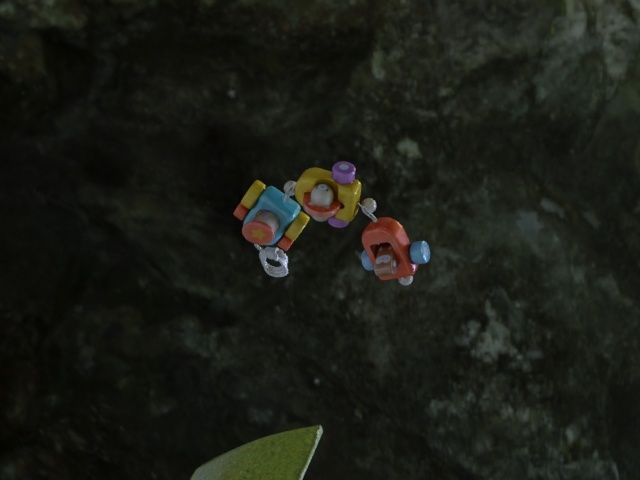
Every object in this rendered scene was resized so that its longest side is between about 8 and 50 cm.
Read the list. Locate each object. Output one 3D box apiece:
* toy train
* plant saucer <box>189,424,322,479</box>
[{"bbox_3d":[0.000,0.000,0.863,0.166,0.125,0.046,-5,-147,30],"label":"toy train"},{"bbox_3d":[-0.070,0.188,0.438,0.045,0.188,0.188,24,-140,5],"label":"plant saucer"}]
